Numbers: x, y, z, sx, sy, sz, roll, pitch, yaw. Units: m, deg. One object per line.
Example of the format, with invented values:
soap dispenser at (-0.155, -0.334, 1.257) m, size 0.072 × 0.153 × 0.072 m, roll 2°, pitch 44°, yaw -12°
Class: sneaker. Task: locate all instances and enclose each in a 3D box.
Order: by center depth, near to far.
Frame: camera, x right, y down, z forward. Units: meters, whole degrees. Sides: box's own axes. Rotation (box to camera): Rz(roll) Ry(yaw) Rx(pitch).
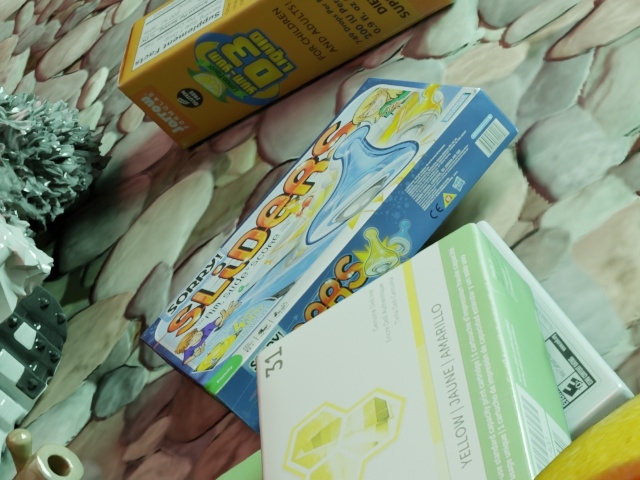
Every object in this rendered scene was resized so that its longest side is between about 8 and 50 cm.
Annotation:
sneaker at (-0.243, 0.130, 0.902) m, size 0.106 × 0.078 × 0.234 m, roll -19°, pitch 35°, yaw 42°

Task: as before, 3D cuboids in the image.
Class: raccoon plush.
raccoon plush at (-0.290, -0.113, 0.966) m, size 0.216 × 0.299 × 0.446 m, roll -42°, pitch 16°, yaw -19°

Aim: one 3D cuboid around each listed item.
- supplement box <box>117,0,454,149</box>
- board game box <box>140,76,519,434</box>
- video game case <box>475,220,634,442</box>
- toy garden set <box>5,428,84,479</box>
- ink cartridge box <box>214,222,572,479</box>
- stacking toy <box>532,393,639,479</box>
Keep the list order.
supplement box at (-0.023, -0.149, 0.968) m, size 0.233 × 0.078 × 0.080 m, roll -25°, pitch 38°, yaw 32°
board game box at (0.000, 0.000, 0.778) m, size 0.201 × 0.035 × 0.136 m, roll -49°, pitch 22°, yaw -9°
video game case at (0.051, 0.075, 0.660) m, size 0.143 × 0.019 × 0.157 m, roll -42°, pitch 31°, yaw 7°
toy garden set at (-0.173, 0.122, 0.654) m, size 0.049 × 0.244 × 0.204 m, roll -47°, pitch 10°, yaw 28°
ink cartridge box at (-0.006, 0.117, 0.610) m, size 0.235 × 0.056 × 0.171 m, roll -32°, pitch 34°, yaw 19°
stacking toy at (0.120, 0.127, 0.294) m, size 0.350 × 0.350 × 0.480 m, roll -24°, pitch 21°, yaw 32°
